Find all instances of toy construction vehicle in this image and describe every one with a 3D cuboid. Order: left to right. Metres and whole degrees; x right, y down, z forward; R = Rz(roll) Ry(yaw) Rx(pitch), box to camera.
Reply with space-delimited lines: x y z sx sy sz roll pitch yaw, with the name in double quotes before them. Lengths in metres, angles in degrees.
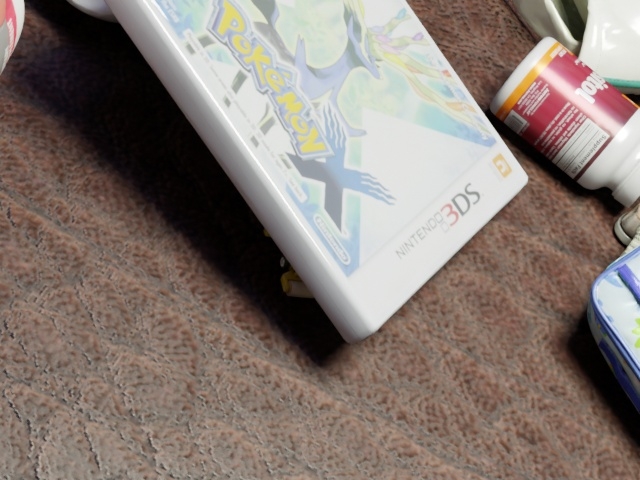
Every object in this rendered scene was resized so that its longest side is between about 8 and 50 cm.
"toy construction vehicle" 0.000 0.000 1.536 0.086 0.035 0.098 9 51 -23

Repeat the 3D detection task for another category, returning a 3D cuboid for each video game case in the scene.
"video game case" 0.007 -0.119 1.546 0.329 0.036 0.300 54 38 -4

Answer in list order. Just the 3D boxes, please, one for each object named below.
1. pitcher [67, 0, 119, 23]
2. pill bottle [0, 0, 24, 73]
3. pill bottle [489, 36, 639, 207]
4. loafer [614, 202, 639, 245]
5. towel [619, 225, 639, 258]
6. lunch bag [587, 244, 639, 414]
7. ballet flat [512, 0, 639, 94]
"pitcher" -0.154 -0.269 1.614 0.178 0.125 0.207 35 35 10
"pill bottle" -0.331 -0.084 1.317 0.176 0.176 0.318 27 46 -8
"pill bottle" 0.230 -0.101 1.713 0.152 0.086 0.086 40 45 4
"loafer" 0.308 -0.032 1.733 0.045 0.039 0.125 46 47 12
"towel" 0.437 0.022 1.663 0.324 0.056 0.312 36 75 10
"lunch bag" 0.325 0.090 1.566 0.176 0.090 0.219 -29 74 -6
"ballet flat" 0.216 -0.304 1.855 0.139 0.139 0.400 -2 57 -31
